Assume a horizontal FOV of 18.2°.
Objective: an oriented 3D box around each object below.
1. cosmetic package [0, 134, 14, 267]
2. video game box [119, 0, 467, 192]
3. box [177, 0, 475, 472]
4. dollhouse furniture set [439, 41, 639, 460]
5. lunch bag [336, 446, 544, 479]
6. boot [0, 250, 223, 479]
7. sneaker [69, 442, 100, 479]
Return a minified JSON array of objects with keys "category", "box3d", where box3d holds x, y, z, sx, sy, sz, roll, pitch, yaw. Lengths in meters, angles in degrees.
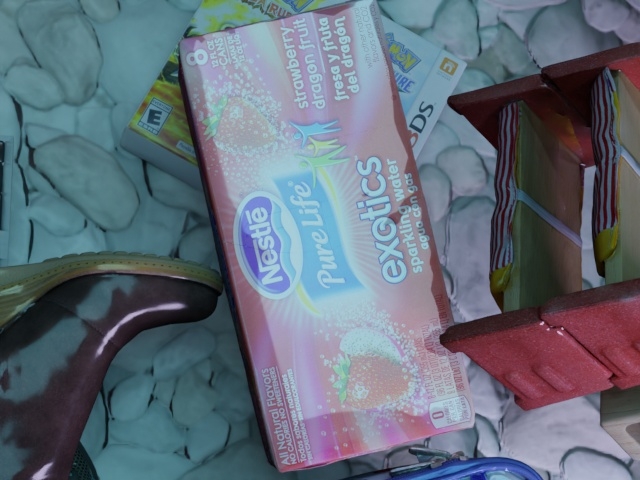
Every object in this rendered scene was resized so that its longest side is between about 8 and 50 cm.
[{"category":"cosmetic package","box3d":[-0.271,0.042,1.405,0.099,0.060,0.239,3,71,-10]},{"category":"video game box","box3d":[-0.018,-0.104,1.515,0.205,0.048,0.187,29,67,-2]},{"category":"box","box3d":[0.000,0.000,1.388,0.142,0.154,0.300,-13,87,-5]},{"category":"dollhouse furniture set","box3d":[0.244,0.052,1.422,0.374,0.152,0.201,41,44,-43]},{"category":"lunch bag","box3d":[0.073,0.291,1.347,0.243,0.115,0.303,-11,86,-12]},{"category":"boot","box3d":[-0.180,0.117,1.335,0.248,0.090,0.207,-4,80,-13]},{"category":"sneaker","box3d":[-0.170,0.194,1.367,0.065,0.076,0.166,-15,76,-17]}]
